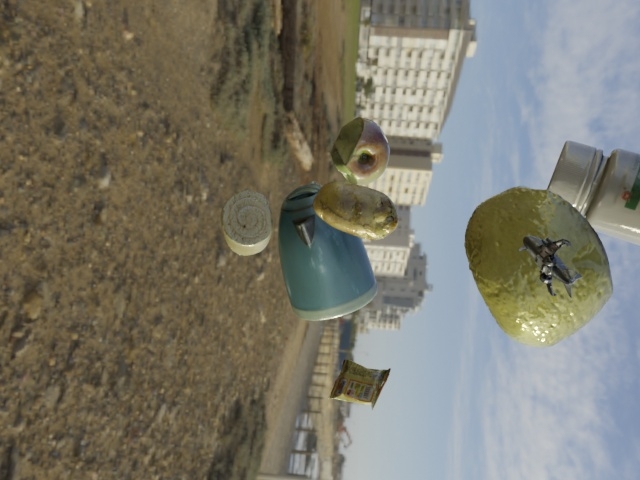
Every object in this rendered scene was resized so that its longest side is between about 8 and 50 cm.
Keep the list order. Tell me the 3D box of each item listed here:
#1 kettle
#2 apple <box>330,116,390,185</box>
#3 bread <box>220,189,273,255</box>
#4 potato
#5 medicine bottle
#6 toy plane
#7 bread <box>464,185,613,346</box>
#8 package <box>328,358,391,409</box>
[{"bbox_3d":[0.000,0.000,1.768,0.319,0.247,0.341,-74,149,-69],"label":"kettle"},{"bbox_3d":[0.127,-0.266,1.937,0.188,0.174,0.207,-129,-133,-55],"label":"apple"},{"bbox_3d":[-0.193,-0.043,1.662,0.141,0.134,0.148,119,-29,-76],"label":"bread"},{"bbox_3d":[0.072,-0.061,1.250,0.080,0.171,0.107,102,11,-54],"label":"potato"},{"bbox_3d":[0.727,-0.109,1.523,0.208,0.340,0.208,-57,160,-34],"label":"medicine bottle"},{"bbox_3d":[0.240,0.021,0.669,0.083,0.031,0.078,51,-25,43],"label":"toy plane"},{"bbox_3d":[0.420,0.052,1.273,0.320,0.238,0.320,63,5,-9],"label":"bread"},{"bbox_3d":[0.088,0.324,1.435,0.108,0.121,0.031,-62,149,-36],"label":"package"}]
